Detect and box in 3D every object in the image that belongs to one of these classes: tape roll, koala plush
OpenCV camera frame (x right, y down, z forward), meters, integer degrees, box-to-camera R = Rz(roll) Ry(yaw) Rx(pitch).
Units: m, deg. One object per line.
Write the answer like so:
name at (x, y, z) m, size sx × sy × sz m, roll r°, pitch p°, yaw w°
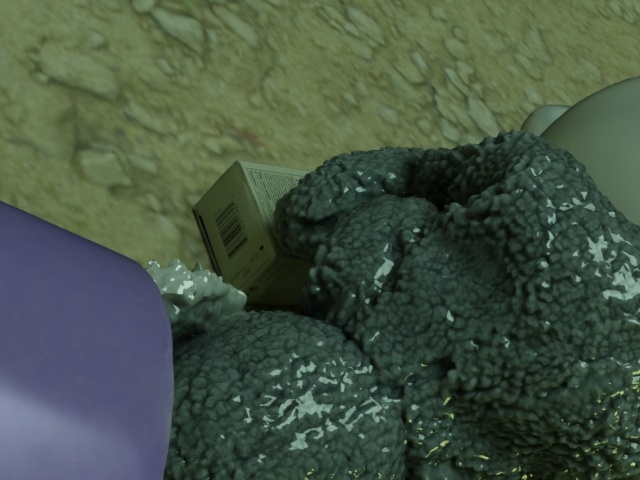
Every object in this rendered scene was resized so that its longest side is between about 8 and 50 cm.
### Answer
tape roll at (-0.125, 0.076, 0.461) m, size 0.080 × 0.189 × 0.189 m, roll 25°, pitch 41°, yaw -28°
koala plush at (0.009, 0.063, 0.633) m, size 0.221 × 0.203 × 0.196 m, roll -20°, pitch 89°, yaw -26°

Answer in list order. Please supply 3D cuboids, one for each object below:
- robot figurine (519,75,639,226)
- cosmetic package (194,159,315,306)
robot figurine at (0.235, 0.019, 0.879) m, size 0.353 × 0.199 × 0.300 m, roll 7°, pitch 28°, yaw -42°
cosmetic package at (0.000, 0.000, 0.793) m, size 0.115 × 0.041 × 0.060 m, roll 8°, pitch 50°, yaw -42°
